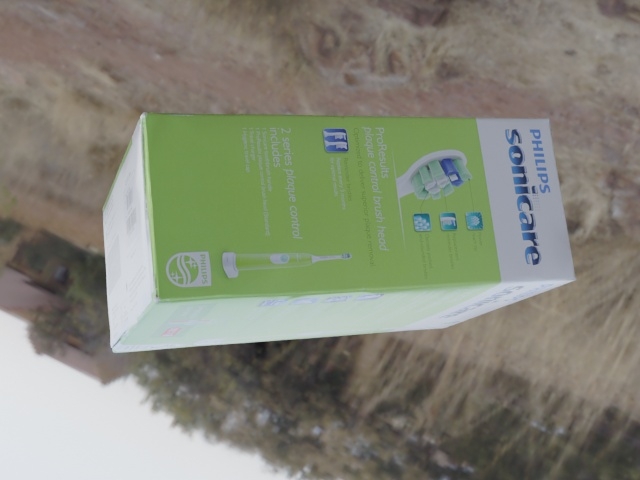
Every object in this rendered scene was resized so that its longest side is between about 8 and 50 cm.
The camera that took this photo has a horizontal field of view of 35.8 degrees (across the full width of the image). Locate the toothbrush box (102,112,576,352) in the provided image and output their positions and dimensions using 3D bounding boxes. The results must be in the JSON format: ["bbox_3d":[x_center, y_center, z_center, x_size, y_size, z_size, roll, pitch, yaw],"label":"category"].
[{"bbox_3d":[0.000,0.000,0.705,0.283,0.122,0.206,-1,166,-18],"label":"toothbrush box"}]
